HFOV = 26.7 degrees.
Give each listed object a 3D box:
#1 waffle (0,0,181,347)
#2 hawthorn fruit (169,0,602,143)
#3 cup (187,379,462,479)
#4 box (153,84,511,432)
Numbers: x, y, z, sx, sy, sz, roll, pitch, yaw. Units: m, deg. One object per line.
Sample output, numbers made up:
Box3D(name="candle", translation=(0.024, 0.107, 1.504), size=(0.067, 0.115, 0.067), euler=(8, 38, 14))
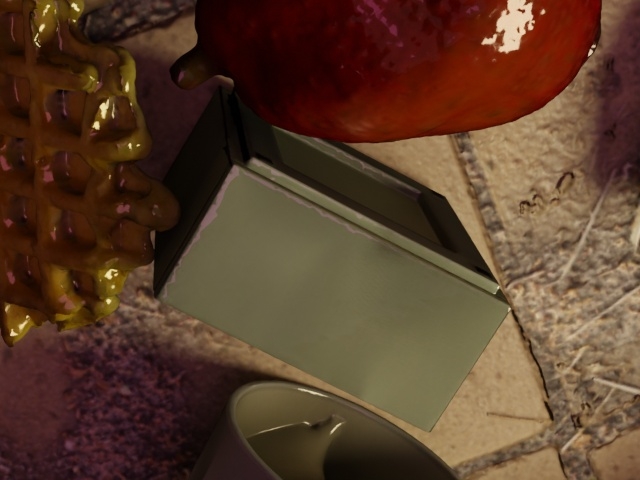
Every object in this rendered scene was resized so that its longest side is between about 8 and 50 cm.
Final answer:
Box3D(name="waffle", translation=(-0.239, -0.076, 0.985), size=(0.307, 0.060, 0.312), euler=(-25, 91, 39))
Box3D(name="hawthorn fruit", translation=(0.032, -0.188, 0.932), size=(0.307, 0.265, 0.265), euler=(-25, 111, 11))
Box3D(name="cup", translation=(-0.011, 0.320, 1.151), size=(0.322, 0.237, 0.327), euler=(12, 111, -42))
Box3D(name="box", translation=(0.000, 0.000, 1.014), size=(0.225, 0.225, 0.117), euler=(27, 105, -15))
